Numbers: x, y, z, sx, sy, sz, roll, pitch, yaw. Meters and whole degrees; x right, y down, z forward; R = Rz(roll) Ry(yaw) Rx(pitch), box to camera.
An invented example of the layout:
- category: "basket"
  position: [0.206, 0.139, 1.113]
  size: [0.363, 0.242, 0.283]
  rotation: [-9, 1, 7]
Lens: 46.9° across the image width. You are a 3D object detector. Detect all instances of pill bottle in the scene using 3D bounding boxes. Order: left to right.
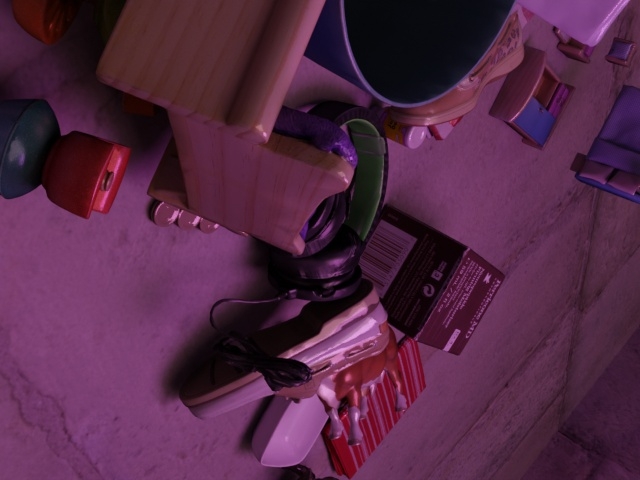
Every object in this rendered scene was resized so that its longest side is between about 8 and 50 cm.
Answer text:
- category: "pill bottle"
  position: [0.106, -0.163, 1.045]
  size: [0.043, 0.083, 0.043]
  rotation: [-31, 137, -35]

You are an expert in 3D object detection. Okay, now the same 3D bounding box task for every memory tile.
- category: "memory tile"
  position: [-0.135, -0.080, 0.863]
  size: [0.113, 0.012, 0.148]
  rotation: [8, 108, -54]

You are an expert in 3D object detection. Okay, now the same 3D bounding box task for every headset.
- category: "headset"
  position: [0.000, 0.000, 0.943]
  size: [0.394, 0.185, 0.243]
  rotation: [-55, 147, -27]

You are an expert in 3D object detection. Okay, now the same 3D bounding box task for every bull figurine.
- category: "bull figurine"
  position: [0.044, 0.216, 1.198]
  size: [0.310, 0.101, 0.188]
  rotation: [-10, 90, -56]

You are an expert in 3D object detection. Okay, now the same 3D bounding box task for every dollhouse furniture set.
- category: "dollhouse furniture set"
  position: [0.512, -0.249, 1.306]
  size: [0.198, 0.303, 0.286]
  rotation: [15, 103, -56]

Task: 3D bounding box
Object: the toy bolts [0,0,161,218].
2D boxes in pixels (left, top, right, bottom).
- category: "toy bolts"
  position: [-0.227, -0.143, 0.636]
  size: [0.218, 0.158, 0.228]
  rotation: [180, -70, -83]

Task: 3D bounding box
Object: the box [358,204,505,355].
- category: "box"
  position: [0.173, 0.070, 1.234]
  size: [0.203, 0.167, 0.168]
  rotation: [27, 93, -56]

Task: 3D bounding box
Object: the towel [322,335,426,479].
- category: "towel"
  position: [0.112, 0.333, 1.480]
  size: [0.275, 0.031, 0.199]
  rotation: [-44, 141, -24]

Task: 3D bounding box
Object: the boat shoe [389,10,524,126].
- category: "boat shoe"
  position: [0.191, -0.250, 1.035]
  size: [0.285, 0.104, 0.089]
  rotation: [-42, 137, -36]

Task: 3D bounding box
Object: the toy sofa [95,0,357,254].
- category: "toy sofa"
  position: [-0.056, -0.109, 0.633]
  size: [0.362, 0.177, 0.150]
  rotation: [125, -14, -78]

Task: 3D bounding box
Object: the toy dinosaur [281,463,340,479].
- category: "toy dinosaur"
  position: [0.012, 0.459, 1.295]
  size: [0.160, 0.313, 0.121]
  rotation: [35, 58, -34]

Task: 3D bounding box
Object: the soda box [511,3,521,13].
- category: "soda box"
  position: [0.202, -0.336, 0.943]
  size: [0.286, 0.098, 0.091]
  rotation: [-35, 139, 1]

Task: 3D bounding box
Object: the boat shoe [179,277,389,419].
- category: "boat shoe"
  position: [-0.040, 0.170, 1.008]
  size: [0.302, 0.113, 0.103]
  rotation: [-28, 113, -4]

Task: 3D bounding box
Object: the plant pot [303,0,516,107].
- category: "plant pot"
  position: [0.033, -0.305, 0.708]
  size: [0.293, 0.235, 0.293]
  rotation: [-33, 138, -35]

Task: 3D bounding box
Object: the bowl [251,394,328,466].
- category: "bowl"
  position: [-0.050, 0.300, 1.225]
  size: [0.142, 0.053, 0.142]
  rotation: [25, 95, -55]

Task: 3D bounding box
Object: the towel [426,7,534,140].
- category: "towel"
  position: [0.239, -0.337, 1.127]
  size: [0.329, 0.037, 0.237]
  rotation: [-53, 145, -9]

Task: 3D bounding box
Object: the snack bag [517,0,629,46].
- category: "snack bag"
  position: [0.232, -0.384, 0.751]
  size: [0.323, 0.342, 0.037]
  rotation: [-55, -175, 48]
